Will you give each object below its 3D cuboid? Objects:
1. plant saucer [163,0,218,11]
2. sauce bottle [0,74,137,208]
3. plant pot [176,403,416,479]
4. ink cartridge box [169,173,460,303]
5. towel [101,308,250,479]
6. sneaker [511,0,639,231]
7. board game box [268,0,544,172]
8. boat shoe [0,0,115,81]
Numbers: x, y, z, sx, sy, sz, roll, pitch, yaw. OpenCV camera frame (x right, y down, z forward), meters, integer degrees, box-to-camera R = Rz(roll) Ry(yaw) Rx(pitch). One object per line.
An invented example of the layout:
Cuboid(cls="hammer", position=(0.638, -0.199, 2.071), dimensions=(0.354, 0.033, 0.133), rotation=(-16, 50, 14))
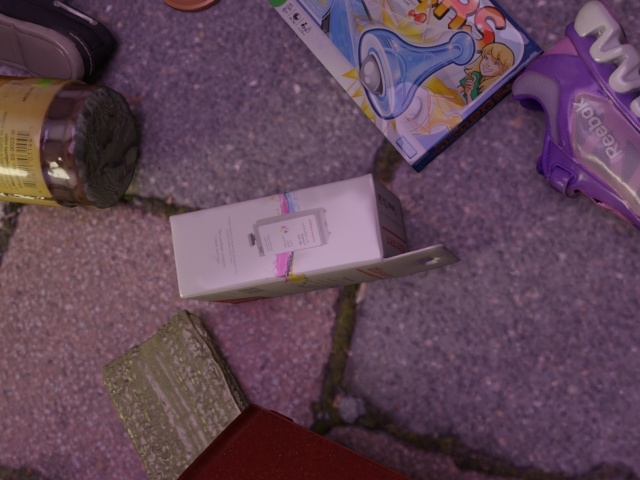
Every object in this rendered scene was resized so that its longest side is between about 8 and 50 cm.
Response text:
Cuboid(cls="plant saucer", position=(-0.114, -0.245, 0.839), dimensions=(0.084, 0.013, 0.083), rotation=(-2, 83, 15))
Cuboid(cls="sauce bottle", position=(-0.336, -0.096, 0.834), dimensions=(0.344, 0.111, 0.111), rotation=(7, 86, 15))
Cuboid(cls="plant pot", position=(-0.001, 0.263, 0.641), dimensions=(0.267, 0.267, 0.235), rotation=(22, 77, 17))
Cuboid(cls="ink cartridge box", position=(0.000, 0.000, 0.728), dimensions=(0.198, 0.115, 0.067), rotation=(-10, 81, 14))
Cuboid(cls="towel", position=(-0.113, 0.144, 0.790), dimensions=(0.110, 0.027, 0.148), rotation=(-35, 77, 11))
Cuboid(cls="sneaker", position=(0.218, -0.053, 0.690), dimensions=(0.104, 0.095, 0.236), rotation=(-31, 72, 18))
Cuboid(cls="board game box", position=(0.064, -0.175, 0.769), dimensions=(0.136, 0.035, 0.201), rotation=(-42, 75, 8))
Cuboid(cls="boat shoe", position=(-0.277, -0.203, 0.868), dimensions=(0.206, 0.075, 0.065), rotation=(29, 50, 22))
